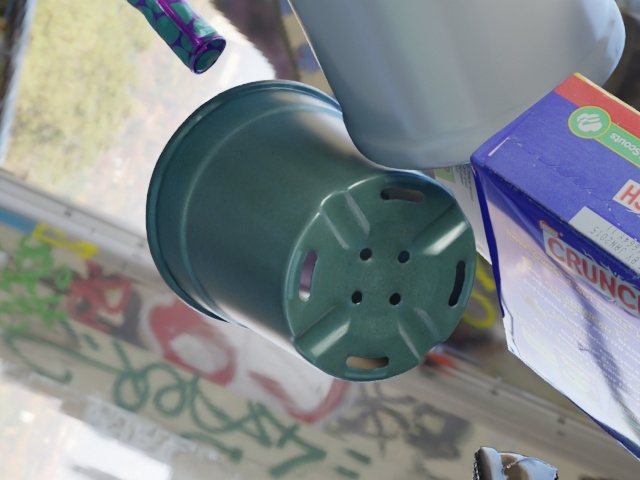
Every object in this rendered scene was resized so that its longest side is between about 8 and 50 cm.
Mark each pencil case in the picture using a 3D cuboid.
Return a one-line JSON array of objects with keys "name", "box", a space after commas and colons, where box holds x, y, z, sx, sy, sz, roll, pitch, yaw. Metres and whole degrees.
[{"name": "pencil case", "box": [-0.191, -0.288, 1.623, 0.064, 0.151, 0.070, -42, 166, -1]}]

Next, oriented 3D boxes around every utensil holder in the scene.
[{"name": "utensil holder", "box": [0.104, -0.324, 1.304, 0.328, 0.385, 0.327, -21, -148, 14]}]

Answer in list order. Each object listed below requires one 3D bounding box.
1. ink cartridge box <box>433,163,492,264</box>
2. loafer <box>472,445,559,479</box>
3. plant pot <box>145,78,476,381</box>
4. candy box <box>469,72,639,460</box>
[{"name": "ink cartridge box", "box": [0.268, -0.039, 1.590, 0.117, 0.278, 0.201, -33, 140, -11]}, {"name": "loafer", "box": [0.264, 0.371, 1.472, 0.366, 0.130, 0.133, -93, -178, -58]}, {"name": "plant pot", "box": [0.000, 0.000, 1.532, 0.334, 0.341, 0.341, 33, -80, 58]}, {"name": "candy box", "box": [0.265, 0.058, 0.975, 0.122, 0.268, 0.317, -41, 148, -12]}]
